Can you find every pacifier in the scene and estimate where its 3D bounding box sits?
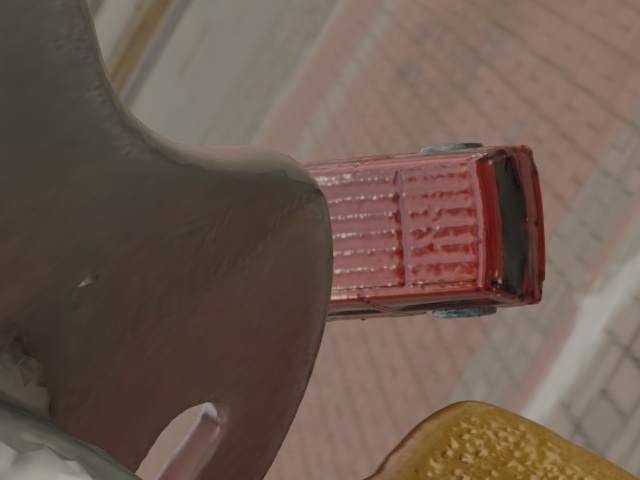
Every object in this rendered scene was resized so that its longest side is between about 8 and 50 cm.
[{"bbox_3d":[-0.087,0.063,0.458,0.332,0.273,0.220,39,-129,-61],"label":"pacifier"}]

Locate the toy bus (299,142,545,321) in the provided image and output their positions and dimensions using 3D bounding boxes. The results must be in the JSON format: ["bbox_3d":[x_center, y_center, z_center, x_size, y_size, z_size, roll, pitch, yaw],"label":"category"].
[{"bbox_3d":[0.000,0.000,0.847,0.089,0.195,0.081,-1,-93,-68],"label":"toy bus"}]

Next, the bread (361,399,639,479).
[{"bbox_3d":[0.045,0.138,0.649,0.200,0.116,0.077,-34,-43,-46],"label":"bread"}]
